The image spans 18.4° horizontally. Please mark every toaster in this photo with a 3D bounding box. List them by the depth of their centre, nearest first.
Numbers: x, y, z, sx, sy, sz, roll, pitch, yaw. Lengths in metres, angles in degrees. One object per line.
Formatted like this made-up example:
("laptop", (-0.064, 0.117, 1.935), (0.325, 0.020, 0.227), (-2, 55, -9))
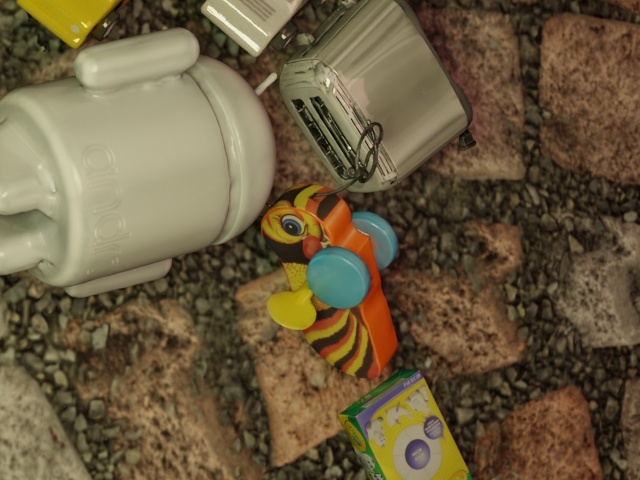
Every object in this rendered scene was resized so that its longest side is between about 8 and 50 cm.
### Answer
("toaster", (0.061, -0.152, 2.171), (0.146, 0.129, 0.227), (-41, 111, -23))

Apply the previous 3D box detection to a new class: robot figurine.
("robot figurine", (-0.191, -0.072, 1.962), (0.353, 0.200, 0.300), (-17, 137, -31))

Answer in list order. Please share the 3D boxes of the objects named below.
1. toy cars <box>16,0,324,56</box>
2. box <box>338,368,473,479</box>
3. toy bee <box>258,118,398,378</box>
("toy cars", (-0.127, -0.283, 2.042), (0.393, 0.087, 0.176), (-1, 59, -33))
("box", (0.103, 0.247, 2.226), (0.105, 0.043, 0.179), (-34, 107, -28))
("toy bee", (0.000, 0.000, 2.124), (0.195, 0.162, 0.298), (-23, 120, -62))
